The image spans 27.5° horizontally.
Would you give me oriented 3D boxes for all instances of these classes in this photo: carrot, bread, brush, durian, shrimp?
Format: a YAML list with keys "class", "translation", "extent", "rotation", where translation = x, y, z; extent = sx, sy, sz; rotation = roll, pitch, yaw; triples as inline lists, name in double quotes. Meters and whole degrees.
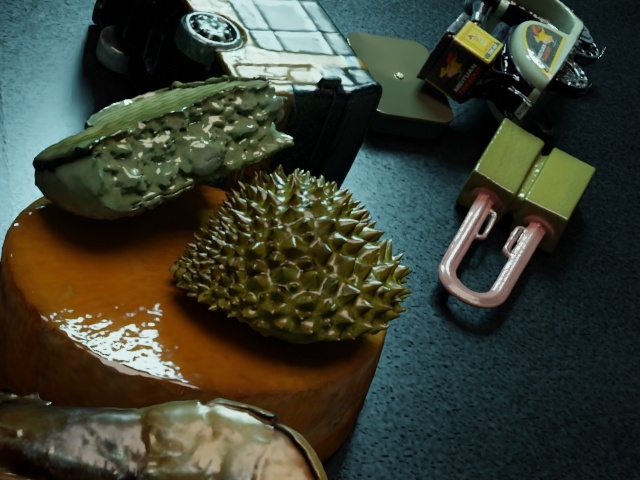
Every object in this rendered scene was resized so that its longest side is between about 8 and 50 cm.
- class: "carrot"
  translation: [-0.085, 0.057, 0.924]
  extent: [0.258, 0.100, 0.307]
  rotation: [44, 35, 24]
- class: "bread"
  translation: [-0.100, -0.071, 0.914]
  extent: [0.172, 0.064, 0.232]
  rotation: [-14, 16, 12]
- class: "brush"
  translation: [0.163, -0.016, 1.150]
  extent: [0.103, 0.047, 0.233]
  rotation: [30, 40, 7]
- class: "durian"
  translation: [0.000, 0.000, 0.891]
  extent: [0.146, 0.102, 0.208]
  rotation: [27, 24, 10]
- class: "shrimp"
  translation: [-0.139, 0.172, 0.740]
  extent: [0.289, 0.075, 0.178]
  rotation: [4, 56, 1]

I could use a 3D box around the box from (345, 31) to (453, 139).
- class: "box"
  translation: [0.071, -0.148, 1.261]
  extent: [0.091, 0.031, 0.126]
  rotation: [5, 44, -22]

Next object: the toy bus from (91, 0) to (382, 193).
- class: "toy bus"
  translation: [-0.077, -0.157, 1.118]
  extent: [0.167, 0.138, 0.275]
  rotation: [-3, 45, -31]

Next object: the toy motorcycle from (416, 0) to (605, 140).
- class: "toy motorcycle"
  translation: [0.204, -0.196, 1.325]
  extent: [0.157, 0.091, 0.263]
  rotation: [35, 34, 0]
